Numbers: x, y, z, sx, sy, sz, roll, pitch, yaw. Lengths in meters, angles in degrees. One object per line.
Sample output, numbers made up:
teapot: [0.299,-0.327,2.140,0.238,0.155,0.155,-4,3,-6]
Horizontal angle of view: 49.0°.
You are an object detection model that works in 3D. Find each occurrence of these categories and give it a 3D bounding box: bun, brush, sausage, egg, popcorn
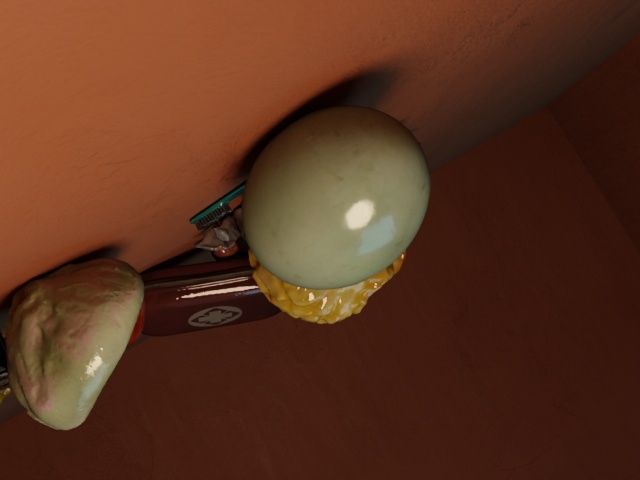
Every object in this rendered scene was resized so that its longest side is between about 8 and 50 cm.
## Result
bun: [-0.422,0.152,1.148,0.293,0.187,0.293,-54,-160,31]
brush: [-0.171,-0.074,1.355,0.193,0.032,0.043,-31,176,16]
sausage: [-0.236,0.018,1.719,0.076,0.076,0.141,-30,175,-10]
egg: [0.018,-0.063,1.135,0.276,0.276,0.389,-28,177,-35]
popcorn: [0.000,0.000,1.551,0.349,0.349,0.381,-30,-159,-8]

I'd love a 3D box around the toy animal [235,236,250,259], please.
toy animal: [-0.132,0.013,1.866,0.204,0.156,0.208,-34,173,-16]

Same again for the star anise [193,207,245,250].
star anise: [-0.173,-0.039,1.559,0.171,0.063,0.208,-38,172,32]

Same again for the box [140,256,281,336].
box: [-0.267,0.138,1.711,0.403,0.108,0.263,-9,156,-10]

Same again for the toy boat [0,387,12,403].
toy boat: [-0.666,0.284,1.668,0.317,0.099,0.141,-29,173,8]

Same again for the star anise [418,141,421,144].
star anise: [0.124,-0.175,1.785,0.349,0.109,0.292,-34,180,29]

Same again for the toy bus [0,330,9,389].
toy bus: [-0.620,0.226,1.313,0.092,0.093,0.409,-21,172,-22]

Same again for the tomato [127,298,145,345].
tomato: [-0.433,0.155,1.424,0.187,0.151,0.187,-36,174,-4]
